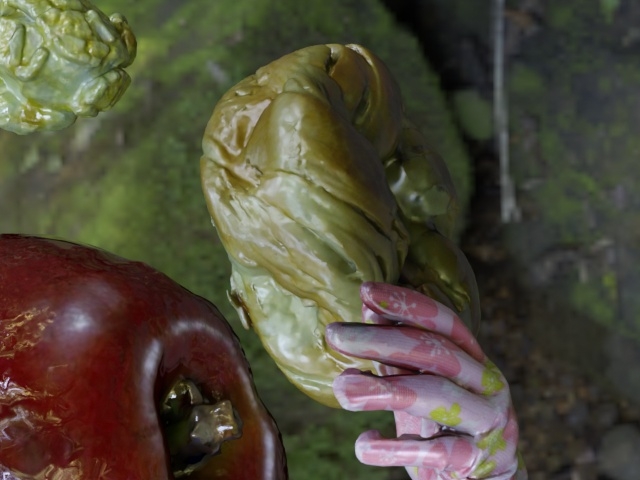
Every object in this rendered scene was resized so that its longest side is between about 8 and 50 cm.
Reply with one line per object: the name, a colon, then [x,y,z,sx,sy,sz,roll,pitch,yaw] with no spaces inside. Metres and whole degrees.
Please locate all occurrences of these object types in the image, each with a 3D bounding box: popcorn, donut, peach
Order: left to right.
peach: [-0.168,0.114,1.024,0.361,0.258,0.201,-15,43,46]
popcorn: [-0.237,-0.171,1.666,0.135,0.162,0.141,62,159,-7]
donut: [0.025,-0.017,1.706,0.170,0.360,0.360,-21,70,22]

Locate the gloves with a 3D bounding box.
gloves: [0.091,0.127,1.422,0.145,0.126,0.241,-71,-30,-52]
